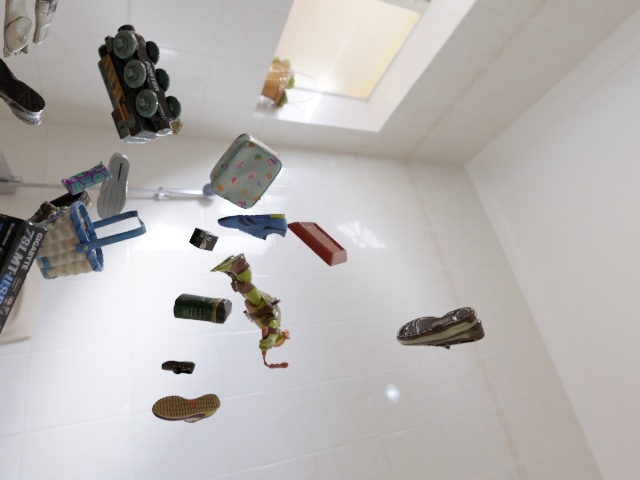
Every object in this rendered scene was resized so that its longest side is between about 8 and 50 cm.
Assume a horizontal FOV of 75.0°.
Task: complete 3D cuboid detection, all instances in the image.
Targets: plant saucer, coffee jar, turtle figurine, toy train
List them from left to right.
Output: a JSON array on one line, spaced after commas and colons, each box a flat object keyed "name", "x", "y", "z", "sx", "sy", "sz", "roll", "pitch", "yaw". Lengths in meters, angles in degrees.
[{"name": "toy train", "x": -0.546, "y": -0.450, "z": 1.226, "sx": 0.190, "sy": 0.142, "sz": 0.334, "roll": -21, "pitch": -90, "yaw": 23}, {"name": "coffee jar", "x": -0.399, "y": 0.234, "z": 1.427, "sx": 0.096, "sy": 0.184, "sz": 0.079, "roll": -68, "pitch": 165, "yaw": -76}, {"name": "turtle figurine", "x": -0.118, "y": 0.129, "z": 0.799, "sx": 0.217, "sy": 0.087, "sz": 0.269, "roll": 60, "pitch": -11, "yaw": -10}, {"name": "plant saucer", "x": 0.000, "y": 0.000, "z": 1.793, "sx": 0.259, "sy": 0.258, "sz": 0.048, "roll": 43, "pitch": -76, "yaw": 13}]

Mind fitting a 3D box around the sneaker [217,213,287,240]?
[{"name": "sneaker", "x": -0.203, "y": -0.039, "z": 1.255, "sx": 0.069, "sy": 0.209, "sz": 0.082, "roll": -175, "pitch": -96, "yaw": -80}]

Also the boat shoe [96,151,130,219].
[{"name": "boat shoe", "x": -0.875, "y": -0.231, "z": 1.778, "sx": 0.094, "sy": 0.109, "sz": 0.302, "roll": 47, "pitch": -63, "yaw": 52}]

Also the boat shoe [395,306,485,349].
[{"name": "boat shoe", "x": 0.324, "y": 0.263, "z": 1.139, "sx": 0.257, "sy": 0.095, "sz": 0.095, "roll": -27, "pitch": -76, "yaw": 46}]

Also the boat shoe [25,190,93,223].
[{"name": "boat shoe", "x": -0.975, "y": -0.103, "z": 1.514, "sx": 0.102, "sy": 0.285, "sz": 0.092, "roll": 31, "pitch": -41, "yaw": 23}]

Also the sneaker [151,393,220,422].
[{"name": "sneaker", "x": -0.372, "y": 0.471, "z": 1.143, "sx": 0.084, "sy": 0.185, "sz": 0.070, "roll": -56, "pitch": -141, "yaw": 30}]

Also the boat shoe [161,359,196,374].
[{"name": "boat shoe", "x": -0.530, "y": 0.471, "z": 1.541, "sx": 0.042, "sy": 0.133, "sz": 0.049, "roll": -83, "pitch": 169, "yaw": -47}]

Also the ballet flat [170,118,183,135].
[{"name": "ballet flat", "x": -0.563, "y": -0.389, "z": 1.374, "sx": 0.073, "sy": 0.206, "sz": 0.067, "roll": -109, "pitch": -149, "yaw": -81}]

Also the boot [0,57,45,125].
[{"name": "boot", "x": -0.961, "y": -0.461, "z": 1.275, "sx": 0.178, "sy": 0.236, "sz": 0.085, "roll": -7, "pitch": -136, "yaw": 57}]

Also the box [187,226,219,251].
[{"name": "box", "x": -0.400, "y": -0.002, "z": 1.434, "sx": 0.052, "sy": 0.083, "sz": 0.062, "roll": 28, "pitch": -90, "yaw": 21}]

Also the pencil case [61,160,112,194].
[{"name": "pencil case", "x": -0.820, "y": -0.218, "z": 1.465, "sx": 0.064, "sy": 0.151, "sz": 0.070, "roll": 50, "pitch": -33, "yaw": 2}]

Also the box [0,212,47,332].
[{"name": "box", "x": -0.814, "y": 0.068, "z": 0.950, "sx": 0.073, "sy": 0.293, "sz": 0.296, "roll": 50, "pitch": 54, "yaw": -68}]

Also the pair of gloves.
[{"name": "pair of gloves", "x": -0.810, "y": -0.626, "z": 1.175, "sx": 0.204, "sy": 0.042, "sz": 0.240, "roll": -51, "pitch": -158, "yaw": 34}]

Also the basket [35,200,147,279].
[{"name": "basket", "x": -0.663, "y": -0.015, "z": 1.207, "sx": 0.254, "sy": 0.289, "sz": 0.201, "roll": 24, "pitch": -54, "yaw": 58}]

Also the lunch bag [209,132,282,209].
[{"name": "lunch bag", "x": -0.299, "y": -0.269, "z": 1.679, "sx": 0.279, "sy": 0.224, "sz": 0.108, "roll": -48, "pitch": -143, "yaw": 19}]
